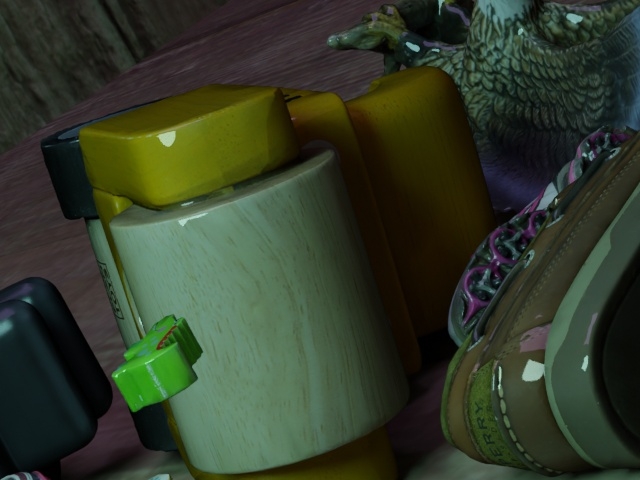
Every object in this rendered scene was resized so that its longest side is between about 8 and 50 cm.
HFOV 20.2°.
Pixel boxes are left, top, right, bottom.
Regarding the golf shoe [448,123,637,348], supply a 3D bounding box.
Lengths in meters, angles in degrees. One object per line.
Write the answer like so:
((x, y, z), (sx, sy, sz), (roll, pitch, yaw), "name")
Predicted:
((0.124, 0.014, 0.980), (0.186, 0.067, 0.086), (-41, -8, -40), "golf shoe")

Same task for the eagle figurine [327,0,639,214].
((0.159, -0.122, 1.184), (0.298, 0.226, 0.225), (18, -1, 35), "eagle figurine")

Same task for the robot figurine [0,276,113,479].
((-0.268, 0.130, 1.097), (0.278, 0.173, 0.209), (-27, -29, 7), "robot figurine")

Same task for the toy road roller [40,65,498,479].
((0.000, 0.000, 0.986), (0.240, 0.202, 0.329), (-20, 11, -13), "toy road roller")

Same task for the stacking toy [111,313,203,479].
((-0.021, 0.127, 0.618), (0.052, 0.167, 0.221), (-26, 14, 11), "stacking toy")

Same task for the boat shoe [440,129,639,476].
((0.156, -0.005, 0.859), (0.104, 0.111, 0.307), (-13, 21, 44), "boat shoe")

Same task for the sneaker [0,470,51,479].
((-0.255, 0.208, 0.904), (0.299, 0.112, 0.121), (-34, 15, -23), "sneaker")
